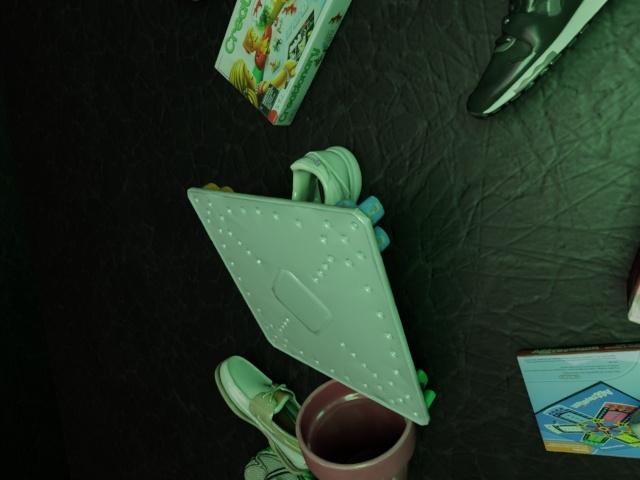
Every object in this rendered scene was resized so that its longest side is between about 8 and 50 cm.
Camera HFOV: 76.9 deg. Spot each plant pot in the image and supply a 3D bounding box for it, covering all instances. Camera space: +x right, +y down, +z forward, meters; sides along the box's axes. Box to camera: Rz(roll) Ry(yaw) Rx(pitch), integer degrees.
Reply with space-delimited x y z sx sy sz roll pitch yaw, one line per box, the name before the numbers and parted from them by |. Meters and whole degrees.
plant pot | 0.076 0.369 0.708 0.201 0.201 0.180 2 118 37

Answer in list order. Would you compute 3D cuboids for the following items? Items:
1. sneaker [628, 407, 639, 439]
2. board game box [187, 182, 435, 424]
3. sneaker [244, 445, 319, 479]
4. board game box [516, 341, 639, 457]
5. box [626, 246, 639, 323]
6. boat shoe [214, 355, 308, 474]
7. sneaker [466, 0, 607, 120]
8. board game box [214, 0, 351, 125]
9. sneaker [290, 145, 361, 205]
sneaker | 0.464 0.187 0.375 0.151 0.094 0.256 53 136 22
board game box | -0.019 0.087 0.659 0.389 0.050 0.390 12 134 43
sneaker | -0.068 0.568 0.873 0.343 0.146 0.134 3 103 48
board game box | 0.412 0.198 0.497 0.281 0.027 0.145 -17 89 39
box | 0.401 -0.035 0.381 0.122 0.128 0.257 18 112 33
boat shoe | -0.103 0.363 0.888 0.302 0.113 0.103 44 123 8
sneaker | 0.245 -0.275 0.444 0.124 0.107 0.283 41 115 5
board game box | -0.062 -0.383 0.692 0.193 0.053 0.305 46 125 19
sneaker | 0.000 0.000 0.682 0.114 0.152 0.305 2 104 35
